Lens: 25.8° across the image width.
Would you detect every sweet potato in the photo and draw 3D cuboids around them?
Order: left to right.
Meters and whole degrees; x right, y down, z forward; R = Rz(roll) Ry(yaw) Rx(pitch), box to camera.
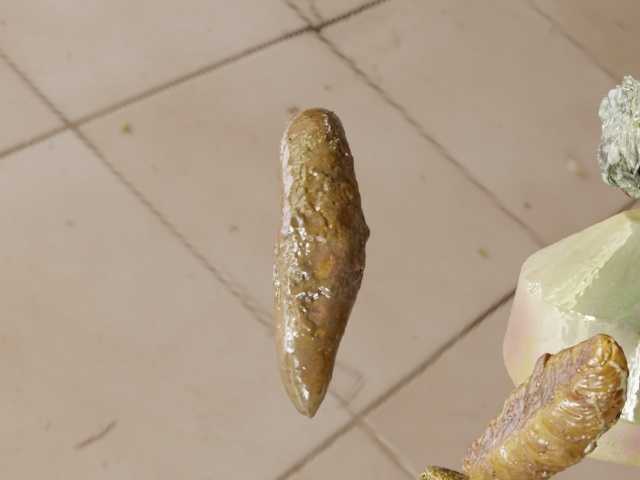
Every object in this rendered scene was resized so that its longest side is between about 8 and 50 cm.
[{"bbox_3d":[0.001,-0.004,1.342,0.092,0.114,0.342,5,59,-6],"label":"sweet potato"}]

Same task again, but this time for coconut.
[{"bbox_3d":[0.314,0.089,1.427,0.259,0.259,0.259,18,43,-18],"label":"coconut"}]

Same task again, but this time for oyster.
[{"bbox_3d":[0.310,-0.103,1.389,0.064,0.125,0.177,4,0,7],"label":"oyster"}]

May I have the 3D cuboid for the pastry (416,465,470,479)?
[{"bbox_3d":[0.158,0.301,1.624,0.109,0.057,0.097,20,1,-29],"label":"pastry"}]

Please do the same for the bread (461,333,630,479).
[{"bbox_3d":[0.210,0.159,1.242,0.076,0.233,0.105,29,43,-12],"label":"bread"}]
